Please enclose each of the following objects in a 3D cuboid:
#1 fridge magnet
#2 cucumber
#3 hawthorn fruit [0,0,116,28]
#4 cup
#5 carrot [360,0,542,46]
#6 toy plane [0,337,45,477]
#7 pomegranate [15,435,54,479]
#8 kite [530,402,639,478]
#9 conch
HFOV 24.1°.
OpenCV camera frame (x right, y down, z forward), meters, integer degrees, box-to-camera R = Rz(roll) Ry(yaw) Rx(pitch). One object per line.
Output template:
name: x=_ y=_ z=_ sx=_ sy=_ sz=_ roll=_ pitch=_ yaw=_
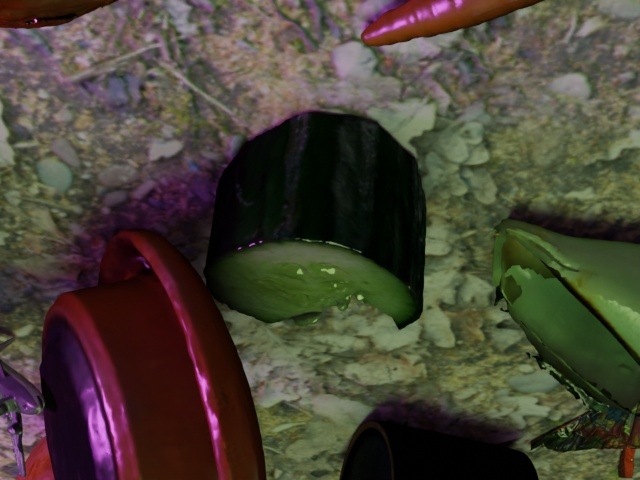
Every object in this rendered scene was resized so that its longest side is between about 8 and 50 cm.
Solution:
fridge magnet: x=-0.144 y=0.170 z=1.300 sx=0.155 sy=0.364 sz=0.364 roll=-10 pitch=147 yaw=-22
cucumber: x=-0.006 y=-0.005 z=1.257 sx=0.191 sy=0.130 sz=0.191 roll=4 pitch=144 yaw=3
hawthorn fruit: x=-0.189 y=-0.258 z=0.806 sx=0.316 sy=0.316 sz=0.316 roll=0 pitch=142 yaw=0
cup: x=0.117 y=0.275 z=1.637 sx=0.177 sy=0.239 sz=0.166 roll=8 pitch=100 yaw=-18
carrot: x=0.161 y=-0.200 z=1.050 sx=0.336 sy=0.069 sz=0.069 roll=-21 pitch=138 yaw=32
toy plane: x=-0.295 y=0.127 z=1.381 sx=0.058 sy=0.226 sz=0.226 roll=-17 pitch=106 yaw=-14
pomegranate: x=-0.221 y=0.265 z=1.555 sx=0.207 sy=0.207 sz=0.207 roll=0 pitch=142 yaw=0
kite: x=0.344 y=0.212 z=1.623 sx=0.232 sy=0.009 sz=0.189 roll=-1 pitch=142 yaw=3
conch: x=0.265 y=0.076 z=1.343 sx=0.250 sy=0.137 sz=0.143 roll=5 pitch=143 yaw=-6
